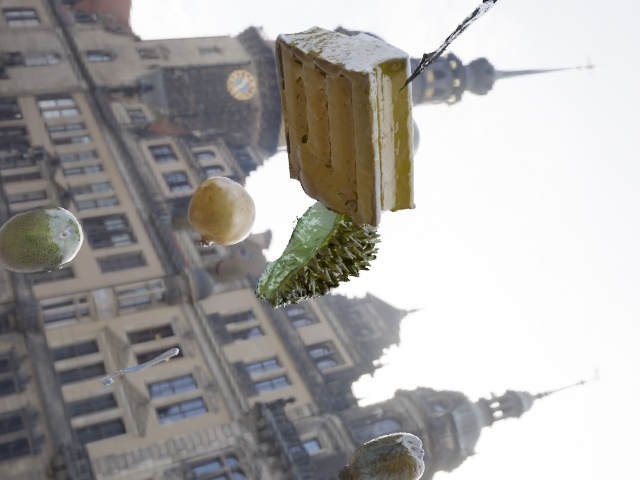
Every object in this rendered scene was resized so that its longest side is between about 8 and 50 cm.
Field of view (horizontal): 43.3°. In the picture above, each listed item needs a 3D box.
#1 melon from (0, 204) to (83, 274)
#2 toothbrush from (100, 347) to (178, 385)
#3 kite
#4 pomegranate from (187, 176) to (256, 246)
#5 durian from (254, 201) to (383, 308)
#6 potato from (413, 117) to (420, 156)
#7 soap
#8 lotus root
[{"bbox_3d":[-0.412,0.001,1.171,0.162,0.099,0.099,-12,-92,39],"label":"melon"},{"bbox_3d":[-0.302,0.209,1.338,0.017,0.162,0.014,52,24,-28],"label":"toothbrush"},{"bbox_3d":[0.251,-0.359,1.146,0.014,0.406,0.368,43,15,-9],"label":"kite"},{"bbox_3d":[-0.268,-0.066,2.149,0.196,0.196,0.196,35,-50,57],"label":"pomegranate"},{"bbox_3d":[-0.001,-0.008,1.553,0.198,0.394,0.163,15,-44,23],"label":"durian"},{"bbox_3d":[0.097,-0.245,1.766,0.165,0.262,0.165,-162,-90,-77],"label":"potato"},{"bbox_3d":[0.038,-0.196,1.359,0.259,0.143,0.281,33,-39,42],"label":"soap"},{"bbox_3d":[0.125,0.467,1.672,0.088,0.192,0.113,56,19,-45],"label":"lotus root"}]
